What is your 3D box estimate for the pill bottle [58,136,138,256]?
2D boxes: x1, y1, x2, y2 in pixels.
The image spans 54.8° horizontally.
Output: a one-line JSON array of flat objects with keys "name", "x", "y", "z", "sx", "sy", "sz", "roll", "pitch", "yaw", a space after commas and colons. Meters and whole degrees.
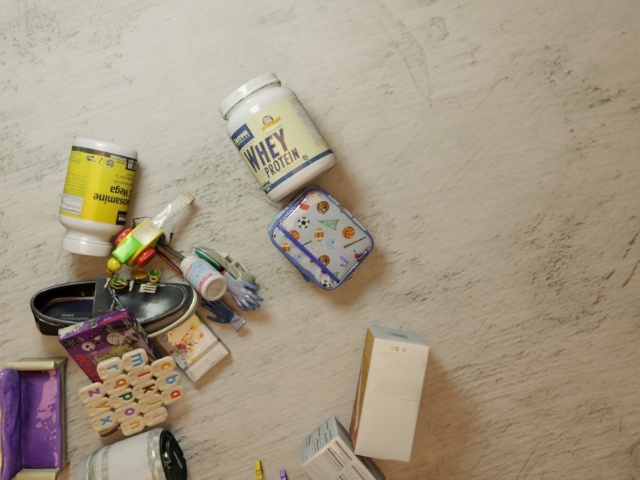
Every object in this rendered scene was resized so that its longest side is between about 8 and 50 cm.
[{"name": "pill bottle", "x": -0.667, "y": -0.126, "z": 1.840, "sx": 0.188, "sy": 0.188, "sz": 0.333, "roll": 11, "pitch": 92, "yaw": -2}]

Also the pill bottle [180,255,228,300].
[{"name": "pill bottle", "x": -0.355, "y": 0.109, "z": 1.859, "sx": 0.160, "sy": 0.087, "sz": 0.087, "roll": 34, "pitch": 91, "yaw": 41}]

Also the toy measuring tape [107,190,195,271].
[{"name": "toy measuring tape", "x": -0.512, "y": -0.019, "z": 1.869, "sx": 0.121, "sy": 0.121, "sz": 0.330, "roll": 44, "pitch": 65, "yaw": -2}]

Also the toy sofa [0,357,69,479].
[{"name": "toy sofa", "x": -0.863, "y": 0.540, "z": 1.860, "sx": 0.150, "sy": 0.177, "sz": 0.362, "roll": 0, "pitch": 91, "yaw": -1}]

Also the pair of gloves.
[{"name": "pair of gloves", "x": -0.277, "y": 0.191, "z": 1.908, "sx": 0.159, "sy": 0.023, "sz": 0.198, "roll": 38, "pitch": 114, "yaw": -2}]

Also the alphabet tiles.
[{"name": "alphabet tiles", "x": -0.552, "y": 0.450, "z": 1.825, "sx": 0.278, "sy": 0.021, "sz": 0.283, "roll": -19, "pitch": 121, "yaw": -17}]

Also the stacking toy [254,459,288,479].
[{"name": "stacking toy", "x": -0.106, "y": 0.788, "z": 1.951, "sx": 0.167, "sy": 0.052, "sz": 0.221, "roll": -11, "pitch": 94, "yaw": 1}]

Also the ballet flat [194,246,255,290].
[{"name": "ballet flat", "x": -0.293, "y": 0.077, "z": 1.924, "sx": 0.213, "sy": 0.072, "sz": 0.068, "roll": 40, "pitch": 63, "yaw": -3}]

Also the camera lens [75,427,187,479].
[{"name": "camera lens", "x": -0.555, "y": 0.703, "z": 1.849, "sx": 0.275, "sy": 0.219, "sz": 0.219, "roll": -19, "pitch": 92, "yaw": -1}]

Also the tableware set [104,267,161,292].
[{"name": "tableware set", "x": -0.555, "y": 0.108, "z": 1.829, "sx": 0.154, "sy": 0.104, "sz": 0.024, "roll": 7, "pitch": 125, "yaw": -7}]

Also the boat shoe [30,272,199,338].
[{"name": "boat shoe", "x": -0.619, "y": 0.195, "z": 1.843, "sx": 0.501, "sy": 0.156, "sz": 0.186, "roll": -4, "pitch": 55, "yaw": 1}]

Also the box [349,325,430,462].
[{"name": "box", "x": 0.203, "y": 0.454, "z": 1.864, "sx": 0.169, "sy": 0.215, "sz": 0.344, "roll": 10, "pitch": 91, "yaw": -1}]

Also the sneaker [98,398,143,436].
[{"name": "sneaker", "x": -0.609, "y": 0.562, "z": 1.920, "sx": 0.186, "sy": 0.069, "sz": 0.084, "roll": -36, "pitch": 130, "yaw": 19}]

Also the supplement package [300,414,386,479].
[{"name": "supplement package", "x": 0.074, "y": 0.700, "z": 1.872, "sx": 0.145, "sy": 0.204, "sz": 0.261, "roll": -39, "pitch": 92, "yaw": -1}]

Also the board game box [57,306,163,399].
[{"name": "board game box", "x": -0.592, "y": 0.354, "z": 1.826, "sx": 0.208, "sy": 0.056, "sz": 0.346, "roll": -16, "pitch": 131, "yaw": 3}]

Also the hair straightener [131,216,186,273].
[{"name": "hair straightener", "x": -0.492, "y": 0.000, "z": 1.925, "sx": 0.230, "sy": 0.047, "sz": 0.089, "roll": 41, "pitch": 87, "yaw": 3}]

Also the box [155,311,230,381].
[{"name": "box", "x": -0.398, "y": 0.326, "z": 1.934, "sx": 0.145, "sy": 0.038, "sz": 0.186, "roll": -40, "pitch": 91, "yaw": 0}]

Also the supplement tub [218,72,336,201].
[{"name": "supplement tub", "x": -0.129, "y": -0.302, "z": 1.824, "sx": 0.236, "sy": 0.235, "sz": 0.324, "roll": -33, "pitch": 92, "yaw": 0}]

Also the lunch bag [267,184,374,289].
[{"name": "lunch bag", "x": 0.000, "y": 0.000, "z": 1.869, "sx": 0.243, "sy": 0.115, "sz": 0.303, "roll": -45, "pitch": 108, "yaw": 1}]
